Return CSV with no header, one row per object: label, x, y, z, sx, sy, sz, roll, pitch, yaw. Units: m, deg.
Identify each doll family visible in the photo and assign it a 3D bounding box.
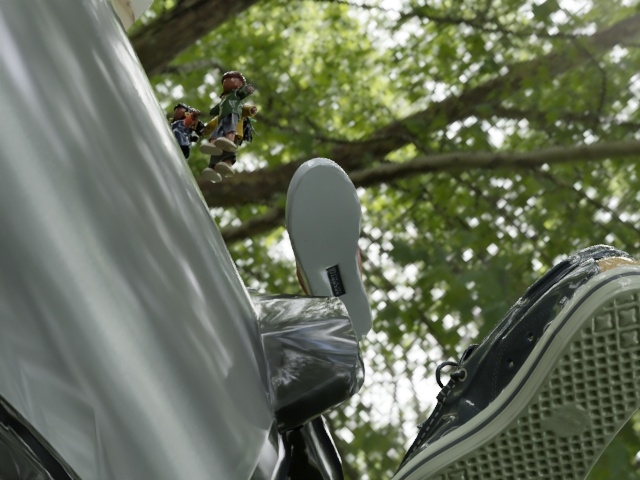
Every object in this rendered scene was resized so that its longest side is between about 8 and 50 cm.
doll family,-0.126,-0.111,1.140,0.193,0.111,0.076,-17,-38,35

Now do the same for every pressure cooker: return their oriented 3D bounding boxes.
pressure cooker,-0.204,0.066,0.498,0.370,0.375,0.420,1,-57,39

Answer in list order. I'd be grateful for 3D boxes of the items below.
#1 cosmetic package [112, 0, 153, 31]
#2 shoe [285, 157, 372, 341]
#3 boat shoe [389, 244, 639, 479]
cosmetic package,-0.326,-0.211,1.120,0.113,0.309,0.160,-7,-50,41
shoe,0.000,0.000,0.928,0.081,0.063,0.178,-121,-164,-58
boat shoe,0.220,0.208,1.255,0.187,0.500,0.156,29,21,-17
